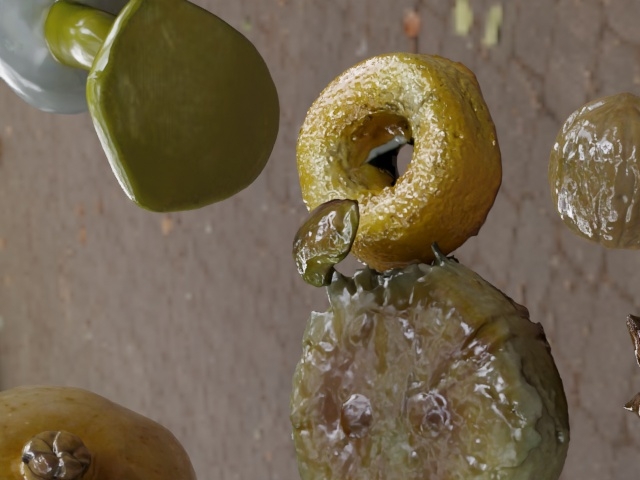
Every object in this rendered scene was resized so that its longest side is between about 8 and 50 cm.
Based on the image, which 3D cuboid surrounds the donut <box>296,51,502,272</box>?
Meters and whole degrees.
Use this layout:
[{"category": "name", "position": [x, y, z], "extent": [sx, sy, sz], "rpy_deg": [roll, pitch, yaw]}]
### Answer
[{"category": "donut", "position": [0.082, -0.089, 1.687], "extent": [0.253, 0.118, 0.253], "rpy_deg": [-18, 62, 37]}]

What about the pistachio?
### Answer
[{"category": "pistachio", "position": [0.000, 0.000, 1.520], "extent": [0.173, 0.049, 0.089], "rpy_deg": [156, 130, -83]}]

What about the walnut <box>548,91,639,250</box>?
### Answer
[{"category": "walnut", "position": [0.404, -0.097, 2.095], "extent": [0.213, 0.213, 0.213], "rpy_deg": [177, 90, -73]}]

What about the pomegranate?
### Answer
[{"category": "pomegranate", "position": [-0.311, 0.350, 1.764], "extent": [0.411, 0.411, 0.411], "rpy_deg": [177, 90, -73]}]

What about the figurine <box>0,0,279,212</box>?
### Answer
[{"category": "figurine", "position": [-0.194, -0.151, 0.636], "extent": [0.283, 0.338, 0.204], "rpy_deg": [58, -133, -36]}]

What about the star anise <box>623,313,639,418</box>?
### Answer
[{"category": "star anise", "position": [0.384, 0.155, 1.613], "extent": [0.111, 0.212, 0.196], "rpy_deg": [-52, 32, -12]}]

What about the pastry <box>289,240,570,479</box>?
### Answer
[{"category": "pastry", "position": [0.105, 0.179, 1.596], "extent": [0.329, 0.136, 0.329], "rpy_deg": [-5, 81, 37]}]
